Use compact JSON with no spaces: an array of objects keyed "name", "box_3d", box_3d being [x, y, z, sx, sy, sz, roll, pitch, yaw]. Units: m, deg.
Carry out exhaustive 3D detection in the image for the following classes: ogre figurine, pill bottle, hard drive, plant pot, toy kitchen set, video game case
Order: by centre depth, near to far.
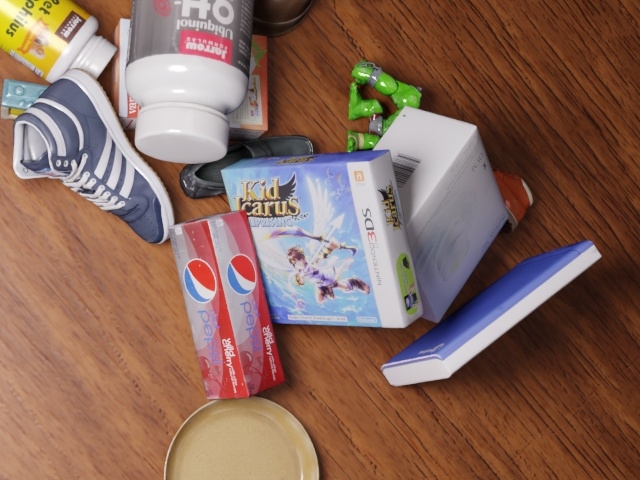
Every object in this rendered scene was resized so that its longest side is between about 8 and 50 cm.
[{"name":"toy kitchen set","box_3d":[-0.458,-0.131,1.811,0.166,0.122,0.207,9,77,-19]},{"name":"pill bottle","box_3d":[-0.186,-0.279,1.841,0.176,0.176,0.318,8,73,-19]},{"name":"video game case","box_3d":[0.000,0.000,1.848,0.061,0.269,0.244,-30,113,-49]},{"name":"pill bottle","box_3d":[-0.405,-0.308,1.869,0.215,0.117,0.117,35,69,-11]},{"name":"plant pot","box_3d":[-0.117,0.346,1.896,0.236,0.032,0.236,4,78,-19]},{"name":"hard drive","box_3d":[0.260,0.113,1.989,0.318,0.210,0.040,-34,94,-23]},{"name":"plant pot","box_3d":[-0.064,-0.420,1.997,0.167,0.165,0.167,4,77,-19]},{"name":"ogre figurine","box_3d":[0.101,-0.184,2.057,0.118,0.097,0.197,4,62,-2]}]

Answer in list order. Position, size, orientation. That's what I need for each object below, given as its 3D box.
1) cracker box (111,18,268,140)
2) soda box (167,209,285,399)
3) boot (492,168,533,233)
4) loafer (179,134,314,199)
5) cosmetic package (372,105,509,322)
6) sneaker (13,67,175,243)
[{"name":"cracker box","box_3d":[-0.199,-0.241,1.963,0.232,0.067,0.156,4,76,-21]},{"name":"soda box","box_3d":[-0.136,0.093,1.875,0.083,0.092,0.263,-18,97,-49]},{"name":"boot","box_3d":[0.287,-0.097,2.129,0.084,0.059,0.158,-43,105,-26]},{"name":"loafer","box_3d":[-0.105,-0.114,1.966,0.223,0.078,0.076,-17,86,-23]},{"name":"cosmetic package","box_3d":[0.155,-0.038,1.963,0.224,0.138,0.225,-54,144,-21]},{"name":"sneaker","box_3d":[-0.326,-0.087,1.824,0.153,0.099,0.282,-47,115,-43]}]
